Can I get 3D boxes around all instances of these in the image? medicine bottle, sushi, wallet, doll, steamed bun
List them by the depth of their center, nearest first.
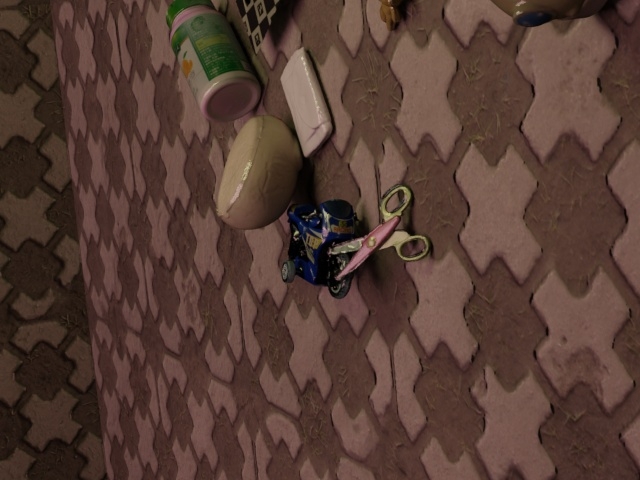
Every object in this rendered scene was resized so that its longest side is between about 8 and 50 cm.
[{"bbox_3d":[0.103,-0.368,1.744,0.061,0.051,0.093,60,149,24],"label":"doll"},{"bbox_3d":[-0.029,-0.255,2.065,0.124,0.032,0.183,-47,58,61],"label":"wallet"},{"bbox_3d":[-0.108,-0.125,2.130,0.177,0.130,0.228,-35,37,58],"label":"steamed bun"},{"bbox_3d":[-0.122,-0.522,2.147,0.280,0.043,0.192,68,151,23],"label":"sushi"},{"bbox_3d":[-0.227,-0.382,2.305,0.274,0.133,0.133,65,150,31],"label":"medicine bottle"}]

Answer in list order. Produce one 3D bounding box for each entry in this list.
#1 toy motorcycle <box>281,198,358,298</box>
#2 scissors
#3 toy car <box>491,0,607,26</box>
[{"bbox_3d":[0.000,0.000,2.011,0.315,0.113,0.169,-154,69,-68],"label":"toy motorcycle"},{"bbox_3d":[0.089,0.001,1.834,0.187,0.020,0.134,-31,66,29],"label":"scissors"},{"bbox_3d":[0.220,-0.437,1.294,0.336,0.226,0.242,69,151,25],"label":"toy car"}]
